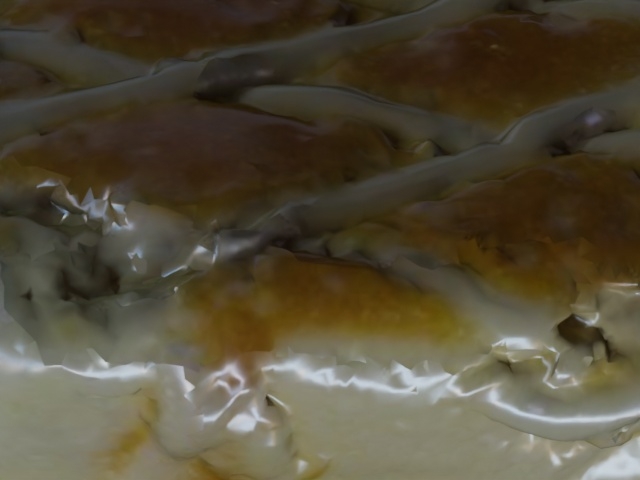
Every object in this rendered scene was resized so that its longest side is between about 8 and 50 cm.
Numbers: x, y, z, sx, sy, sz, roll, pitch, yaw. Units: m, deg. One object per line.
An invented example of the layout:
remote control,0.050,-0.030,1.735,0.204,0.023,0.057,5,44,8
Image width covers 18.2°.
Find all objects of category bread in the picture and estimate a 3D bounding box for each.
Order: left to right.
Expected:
bread,0.000,0.000,0.900,0.390,0.371,0.279,-1,131,-7
